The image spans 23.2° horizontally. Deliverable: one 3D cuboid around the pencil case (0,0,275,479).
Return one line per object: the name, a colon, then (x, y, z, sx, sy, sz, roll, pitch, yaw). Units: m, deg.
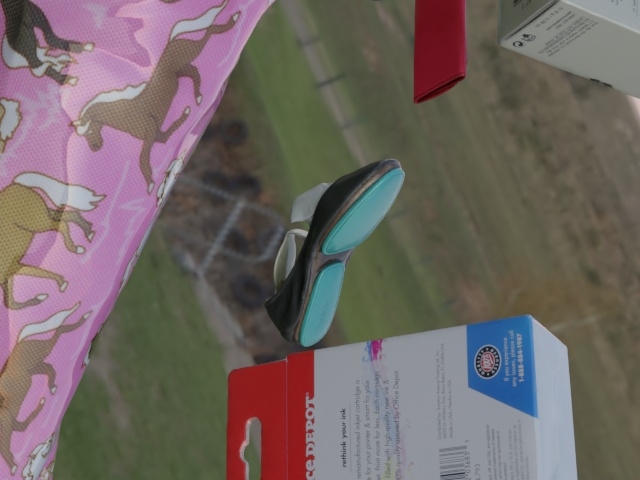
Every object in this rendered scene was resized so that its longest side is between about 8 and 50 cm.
pencil case: (-0.140, -0.038, 0.787, 0.160, 0.386, 0.167, 10, 24, -43)

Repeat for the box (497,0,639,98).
box: (0.289, -0.185, 1.323, 0.094, 0.275, 0.113, -34, -137, 55)

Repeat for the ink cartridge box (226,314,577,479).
ink cartridge box: (0.052, 0.140, 1.066, 0.078, 0.231, 0.134, 35, 49, -56)

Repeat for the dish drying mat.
dish drying mat: (0.057, -0.104, 0.736, 0.008, 0.032, 0.083, 29, 50, -37)

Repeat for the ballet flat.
ballet flat: (0.000, 0.000, 1.835, 0.096, 0.280, 0.095, 42, 32, 25)
